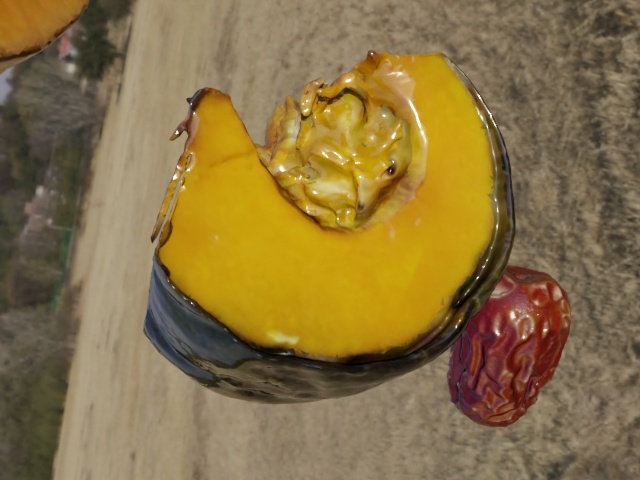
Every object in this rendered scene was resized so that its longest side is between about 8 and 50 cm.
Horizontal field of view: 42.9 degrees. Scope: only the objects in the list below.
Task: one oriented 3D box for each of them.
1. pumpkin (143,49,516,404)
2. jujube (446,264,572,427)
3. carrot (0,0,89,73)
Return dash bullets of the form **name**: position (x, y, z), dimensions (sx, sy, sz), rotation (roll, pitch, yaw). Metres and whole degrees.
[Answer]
- **pumpkin**: position (0.000, 0.000, 0.671), dimensions (0.225, 0.303, 0.256), rotation (149, 109, -73)
- **jujube**: position (0.254, 0.145, 1.127), dimensions (0.155, 0.155, 0.230), rotation (-114, 29, -59)
- **carrot**: position (-0.225, -0.184, 0.369), dimensions (0.100, 0.258, 0.307), rotation (-29, 32, 17)
